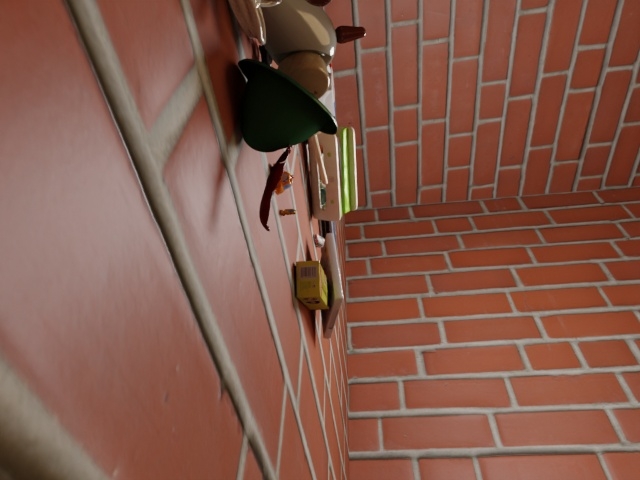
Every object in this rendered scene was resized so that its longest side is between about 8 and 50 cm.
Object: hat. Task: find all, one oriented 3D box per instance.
[{"bbox_3d":[-0.091,-0.135,0.677,0.184,0.173,0.208,-58,-178,0],"label":"hat"}]

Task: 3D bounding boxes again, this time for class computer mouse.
[{"bbox_3d":[-0.083,-0.278,0.893,0.193,0.042,0.106,56,25,-67],"label":"computer mouse"}]

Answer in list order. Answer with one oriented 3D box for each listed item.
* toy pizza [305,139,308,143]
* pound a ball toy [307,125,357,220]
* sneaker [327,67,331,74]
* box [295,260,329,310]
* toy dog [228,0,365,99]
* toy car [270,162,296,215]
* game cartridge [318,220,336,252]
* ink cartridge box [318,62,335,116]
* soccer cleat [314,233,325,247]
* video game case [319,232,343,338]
[{"bbox_3d":[-0.037,-0.403,1.476,0.201,0.032,0.202,-4,90,-84],"label":"toy pizza"},{"bbox_3d":[0.004,-0.219,1.423,0.208,0.135,0.319,-34,125,-51],"label":"pound a ball toy"},{"bbox_3d":[-0.010,-0.631,1.685,0.237,0.085,0.086,-85,162,-75],"label":"sneaker"},{"bbox_3d":[-0.016,0.115,1.152,0.232,0.058,0.088,68,19,-72],"label":"box"},{"bbox_3d":[-0.029,-0.350,0.665,0.333,0.160,0.220,31,40,-80],"label":"toy dog"},{"bbox_3d":[-0.066,-0.099,0.912,0.122,0.040,0.060,74,13,-63],"label":"toy car"},{"bbox_3d":[0.024,-0.093,1.760,0.196,0.060,0.295,-62,148,-73],"label":"game cartridge"},{"bbox_3d":[0.019,-0.649,1.984,0.134,0.077,0.231,79,9,-52],"label":"ink cartridge box"},{"bbox_3d":[0.000,0.000,1.516,0.083,0.035,0.029,75,12,-63],"label":"soccer cleat"},{"bbox_3d":[0.022,0.130,1.338,0.206,0.026,0.227,103,-15,-48],"label":"video game case"}]
